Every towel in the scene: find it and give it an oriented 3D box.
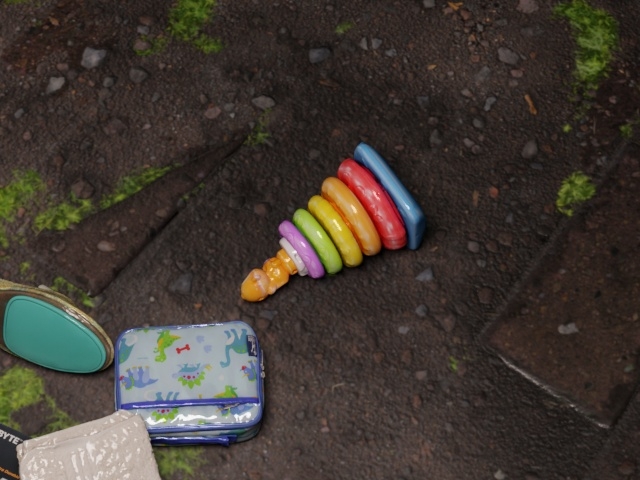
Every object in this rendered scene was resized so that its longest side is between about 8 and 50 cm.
[{"bbox_3d":[-0.291,0.383,1.809,0.187,0.049,0.282,-16,81,-22],"label":"towel"}]

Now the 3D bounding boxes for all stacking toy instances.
[{"bbox_3d":[0.000,0.000,2.075,0.302,0.175,0.166,-34,73,-7],"label":"stacking toy"}]

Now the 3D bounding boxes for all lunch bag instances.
[{"bbox_3d":[-0.190,0.212,1.951,0.219,0.090,0.176,-1,63,-4],"label":"lunch bag"}]

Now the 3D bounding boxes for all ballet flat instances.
[{"bbox_3d":[-0.465,0.102,1.986,0.348,0.123,0.123,14,59,1],"label":"ballet flat"}]

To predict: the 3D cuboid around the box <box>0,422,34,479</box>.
[{"bbox_3d":[-0.433,0.360,1.862,0.220,0.051,0.175,24,61,8],"label":"box"}]
